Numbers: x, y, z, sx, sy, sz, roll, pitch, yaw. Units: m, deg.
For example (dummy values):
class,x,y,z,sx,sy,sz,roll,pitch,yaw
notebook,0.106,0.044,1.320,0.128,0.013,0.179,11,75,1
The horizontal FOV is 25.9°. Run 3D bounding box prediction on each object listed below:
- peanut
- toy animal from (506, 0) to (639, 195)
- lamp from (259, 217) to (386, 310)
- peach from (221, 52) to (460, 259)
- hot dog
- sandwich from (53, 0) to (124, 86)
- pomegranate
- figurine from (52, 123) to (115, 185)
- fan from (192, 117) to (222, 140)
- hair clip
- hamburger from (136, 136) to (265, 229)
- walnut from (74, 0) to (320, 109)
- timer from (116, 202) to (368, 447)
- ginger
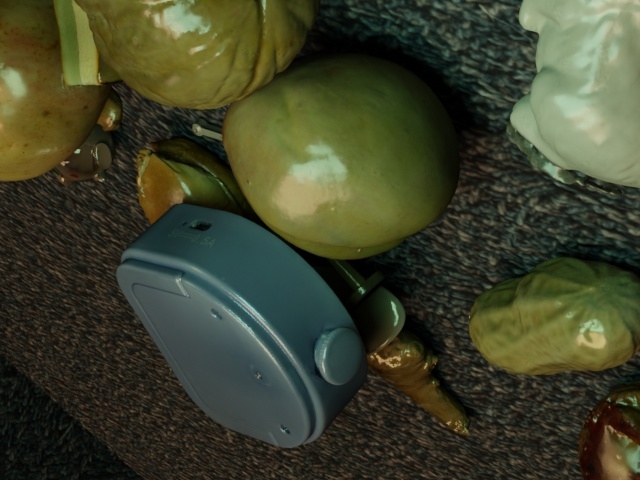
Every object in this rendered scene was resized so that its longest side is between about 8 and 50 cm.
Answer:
class,x,y,z,sx,sy,sz,roll,pitch,yaw
peanut,0.305,0.101,1.813,0.152,0.152,0.313,43,156,-14
toy animal,0.299,-0.206,1.284,0.258,0.194,0.357,37,148,22
lamp,0.000,0.000,2.031,0.214,0.121,0.121,46,155,8
peach,0.023,-0.108,1.698,0.292,0.247,0.292,31,175,3
hot dog,0.522,0.360,1.943,0.387,0.174,0.267,46,155,-21
sandwich,-0.233,-0.304,1.841,0.108,0.220,0.186,7,105,49
pomegranate,-0.423,-0.240,1.964,0.338,0.338,0.338,28,153,16
figurine,-0.398,-0.149,2.272,0.125,0.125,0.138,47,165,-20
fan,-0.075,-0.138,2.016,0.282,0.023,0.057,19,151,28
hair clip,0.006,0.120,2.181,0.282,0.113,0.172,-7,89,56
hamburger,-0.177,-0.038,2.165,0.156,0.144,0.283,9,141,41
walnut,-0.148,-0.292,1.584,0.313,0.252,0.277,17,150,53
timer,-0.086,0.125,2.019,0.395,0.173,0.395,32,149,22
ginger,0.165,0.226,2.271,0.131,0.086,0.294,-7,140,40
